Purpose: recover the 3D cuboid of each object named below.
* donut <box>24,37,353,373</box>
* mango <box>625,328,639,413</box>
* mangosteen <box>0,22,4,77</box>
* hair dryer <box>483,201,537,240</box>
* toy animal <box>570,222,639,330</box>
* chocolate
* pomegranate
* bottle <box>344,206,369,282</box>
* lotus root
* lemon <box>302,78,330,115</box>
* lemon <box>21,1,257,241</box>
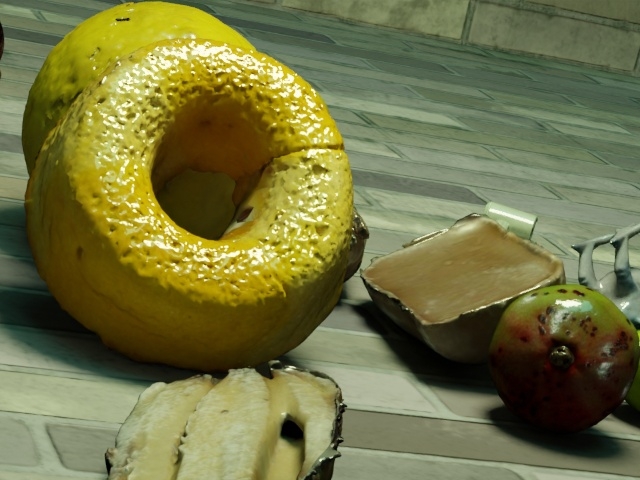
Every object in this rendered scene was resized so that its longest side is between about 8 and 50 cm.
[{"bbox_3d":[-0.100,-0.043,1.658,0.303,0.110,0.302,7,60,-12],"label":"donut"},{"bbox_3d":[0.332,0.133,1.799,0.165,0.074,0.091,24,22,-20],"label":"mango"},{"bbox_3d":[-0.440,-0.219,2.342,0.153,0.152,0.152,13,14,-3],"label":"mangosteen"},{"bbox_3d":[0.215,-0.009,2.329,0.063,0.037,0.124,16,20,10],"label":"hair dryer"},{"bbox_3d":[0.306,0.072,1.904,0.239,0.176,0.255,-14,12,43],"label":"toy animal"},{"bbox_3d":[0.138,0.058,1.858,0.161,0.083,0.261,-20,17,-8],"label":"chocolate"},{"bbox_3d":[0.207,0.109,1.706,0.129,0.129,0.159,16,-30,8],"label":"pomegranate"},{"bbox_3d":[0.000,-0.001,1.950,0.099,0.099,0.152,11,10,-9],"label":"bottle"},{"bbox_3d":[-0.059,0.165,1.311,0.167,0.078,0.329,-8,13,8],"label":"lotus root"},{"bbox_3d":[-0.082,-0.110,2.164,0.193,0.180,0.180,-3,10,15],"label":"lemon"},{"bbox_3d":[-0.160,-0.104,1.893,0.261,0.260,0.284,12,43,-7],"label":"lemon"}]
